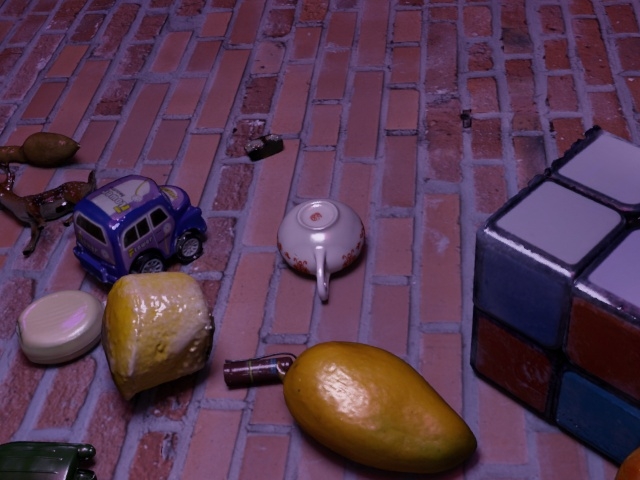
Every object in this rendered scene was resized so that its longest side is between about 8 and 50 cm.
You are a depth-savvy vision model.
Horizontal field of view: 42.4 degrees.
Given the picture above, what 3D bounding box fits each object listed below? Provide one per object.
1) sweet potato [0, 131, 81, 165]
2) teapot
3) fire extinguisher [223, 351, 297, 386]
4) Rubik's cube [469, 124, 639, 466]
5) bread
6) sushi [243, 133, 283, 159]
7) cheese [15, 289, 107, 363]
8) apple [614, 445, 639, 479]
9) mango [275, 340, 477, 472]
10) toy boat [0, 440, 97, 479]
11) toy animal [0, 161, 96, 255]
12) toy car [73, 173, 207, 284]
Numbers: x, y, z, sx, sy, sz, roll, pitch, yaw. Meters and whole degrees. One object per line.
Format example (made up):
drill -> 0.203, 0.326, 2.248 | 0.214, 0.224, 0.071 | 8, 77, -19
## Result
sweet potato -> -0.619, -0.199, 1.801 | 0.269, 0.075, 0.075 | -2, 42, 22
teapot -> 0.000, 0.000, 1.490 | 0.159, 0.116, 0.246 | 7, 50, -1
fire extinguisher -> -0.087, 0.207, 1.320 | 0.132, 0.039, 0.056 | -7, 52, 0
Rubik's cube -> 0.429, 0.079, 1.181 | 0.316, 0.318, 0.313 | -38, 51, -27
bread -> -0.262, 0.146, 1.311 | 0.170, 0.197, 0.197 | -8, 42, -16
sushi -> -0.123, -0.206, 1.755 | 0.083, 0.044, 0.046 | -21, 46, -17
cheese -> -0.405, 0.134, 1.421 | 0.227, 0.064, 0.137 | -19, 48, -10
apple -> 0.457, 0.335, 1.005 | 0.196, 0.196, 0.196 | -4, 43, 4
mango -> 0.076, 0.243, 1.211 | 0.316, 0.119, 0.176 | 26, 49, 19
toy boat -> -0.432, 0.342, 1.215 | 0.210, 0.052, 0.104 | -2, 46, 8
toy animal -> -0.572, -0.077, 1.673 | 0.243, 0.087, 0.260 | -8, 40, -21
toy car -> -0.331, -0.034, 1.513 | 0.172, 0.158, 0.235 | 29, 48, 33
